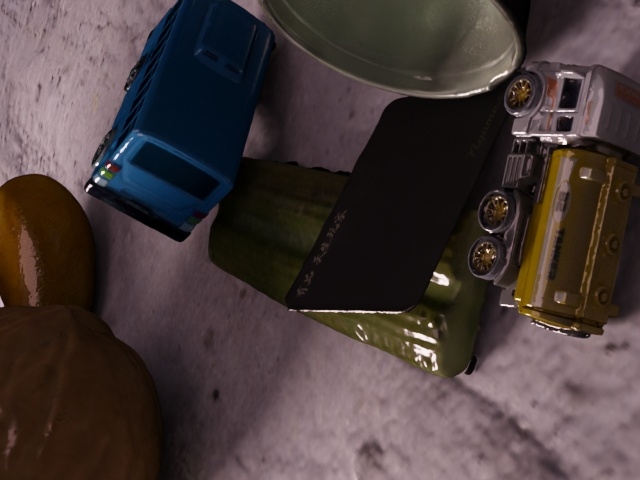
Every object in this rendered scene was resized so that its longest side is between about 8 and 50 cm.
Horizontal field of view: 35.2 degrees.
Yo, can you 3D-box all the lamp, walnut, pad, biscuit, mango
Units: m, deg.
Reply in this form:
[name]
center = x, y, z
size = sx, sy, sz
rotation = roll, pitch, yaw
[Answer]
[lamp]
center = 0.067, -0.210, 0.559
size = 0.172, 0.147, 0.227
rotation = 120, 169, -73
[walnut]
center = -0.226, 0.156, 0.778
size = 0.228, 0.228, 0.228
rotation = -31, 51, 48
[pad]
center = 0.044, -0.026, 0.559
size = 0.112, 0.003, 0.157
rotation = -5, 52, 51
[biscuit]
center = 0.000, 0.000, 0.648
size = 0.322, 0.038, 0.099
rotation = 20, 97, 59
[mango]
center = -0.283, 0.034, 1.026
size = 0.136, 0.099, 0.227
rotation = -39, 55, 42

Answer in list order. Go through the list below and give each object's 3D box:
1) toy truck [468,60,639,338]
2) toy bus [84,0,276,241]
[toy truck]
center = 0.114, -0.019, 0.460
size = 0.063, 0.052, 0.123
rotation = 8, 84, 54
[toy bus]
center = -0.099, -0.104, 0.767
size = 0.106, 0.090, 0.185
rotation = -40, 29, 44
